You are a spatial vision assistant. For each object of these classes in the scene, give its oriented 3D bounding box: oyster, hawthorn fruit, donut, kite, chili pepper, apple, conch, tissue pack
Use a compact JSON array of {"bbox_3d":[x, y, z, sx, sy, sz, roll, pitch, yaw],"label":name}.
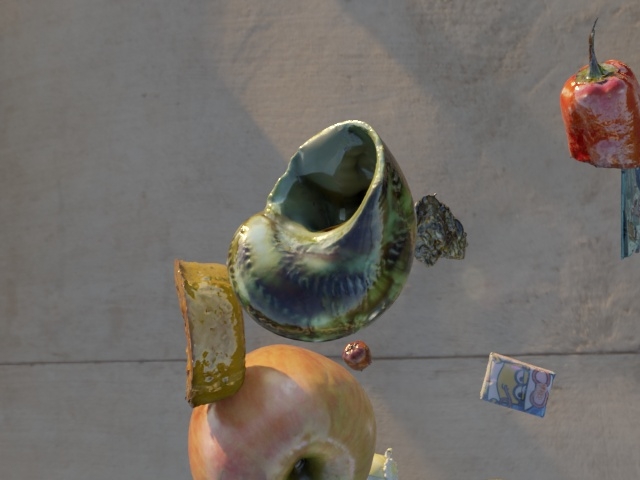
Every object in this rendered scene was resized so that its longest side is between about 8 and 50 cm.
[{"bbox_3d":[0.193,-0.005,1.154,0.056,0.177,0.105,27,79,44],"label":"oyster"},{"bbox_3d":[0.110,0.337,1.992,0.081,0.081,0.093,-18,119,18],"label":"hawthorn fruit"},{"bbox_3d":[-0.204,0.165,1.281,0.109,0.277,0.277,-5,77,-15],"label":"donut"},{"bbox_3d":[0.651,-0.100,1.337,0.014,0.406,0.368,-9,116,52],"label":"kite"},{"bbox_3d":[0.325,-0.165,0.806,0.086,0.192,0.084,-15,31,7],"label":"chili pepper"},{"bbox_3d":[-0.081,0.402,1.436,0.391,0.392,0.346,-57,32,4],"label":"apple"},{"bbox_3d":[0.001,0.001,0.637,0.182,0.124,0.187,-10,65,26],"label":"conch"},{"bbox_3d":[0.475,0.349,1.684,0.155,0.065,0.115,15,89,13],"label":"tissue pack"}]

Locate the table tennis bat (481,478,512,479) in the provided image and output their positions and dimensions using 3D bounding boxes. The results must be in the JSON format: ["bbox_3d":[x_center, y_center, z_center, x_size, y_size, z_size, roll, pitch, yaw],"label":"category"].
[{"bbox_3d":[0.288,0.387,0.912,0.235,0.022,0.131,9,62,-1],"label":"table tennis bat"}]

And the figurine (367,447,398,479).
[{"bbox_3d":[0.130,0.766,1.913,0.227,0.274,0.393,4,71,28],"label":"figurine"}]
